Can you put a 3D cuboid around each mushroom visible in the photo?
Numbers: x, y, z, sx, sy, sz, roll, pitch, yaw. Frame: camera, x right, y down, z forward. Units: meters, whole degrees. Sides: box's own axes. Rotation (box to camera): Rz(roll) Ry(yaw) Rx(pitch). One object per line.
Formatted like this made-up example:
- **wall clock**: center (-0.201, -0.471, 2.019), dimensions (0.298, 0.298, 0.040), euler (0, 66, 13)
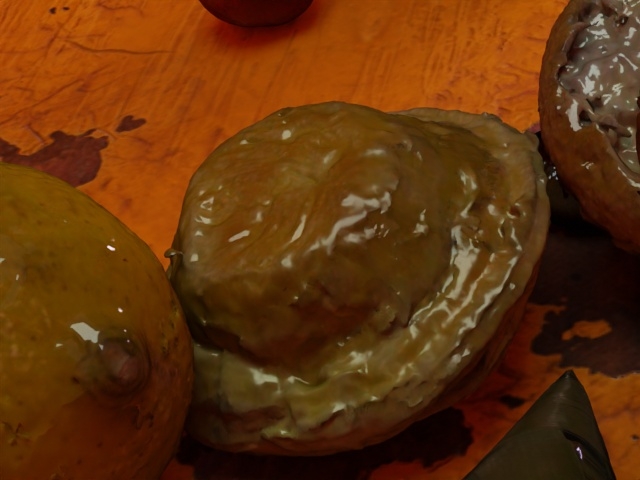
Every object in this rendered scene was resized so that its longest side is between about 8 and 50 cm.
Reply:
- **mushroom**: center (0.199, -0.056, 1.291), dimensions (0.123, 0.052, 0.123), euler (-6, 38, 5)

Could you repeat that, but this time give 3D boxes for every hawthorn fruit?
- **hawthorn fruit**: center (-0.067, -0.256, 1.616), dimensions (0.140, 0.125, 0.125), euler (22, 49, 39)

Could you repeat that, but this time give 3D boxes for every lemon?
- **lemon**: center (-0.212, 0.078, 1.077), dimensions (0.310, 0.258, 0.258), euler (-2, 34, 41)

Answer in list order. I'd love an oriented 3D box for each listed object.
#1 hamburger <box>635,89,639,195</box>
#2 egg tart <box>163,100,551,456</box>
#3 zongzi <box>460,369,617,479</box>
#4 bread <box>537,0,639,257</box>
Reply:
- **hamburger**: center (0.320, 0.051, 0.796), dimensions (0.277, 0.395, 0.395), euler (-15, 34, 3)
- **egg tart**: center (0.000, 0.000, 1.161), dimensions (0.319, 0.128, 0.319), euler (-22, 39, 19)
- **zongzi**: center (0.049, 0.184, 0.943), dimensions (0.260, 0.123, 0.289), euler (-15, 34, -1)
- **bread**: center (0.277, -0.080, 1.177), dimensions (0.274, 0.149, 0.274), euler (-3, 61, 5)
